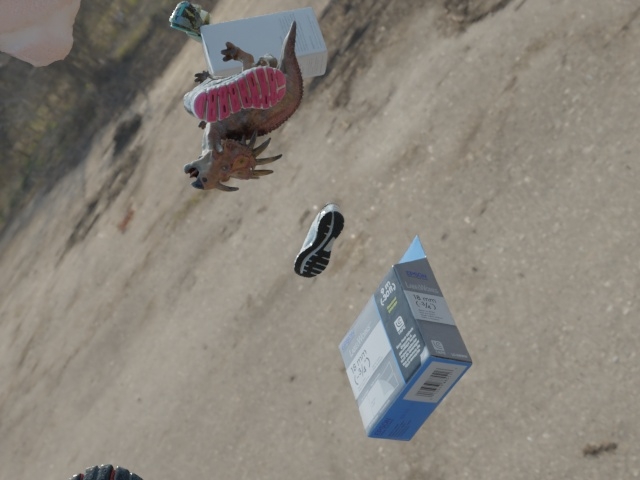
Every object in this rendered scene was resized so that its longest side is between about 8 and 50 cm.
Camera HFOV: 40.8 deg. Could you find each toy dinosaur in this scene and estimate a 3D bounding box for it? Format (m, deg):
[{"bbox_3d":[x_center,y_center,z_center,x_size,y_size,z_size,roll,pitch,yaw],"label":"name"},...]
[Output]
[{"bbox_3d":[-0.106,-0.208,1.414,0.295,0.127,0.200,-43,62,5],"label":"toy dinosaur"}]

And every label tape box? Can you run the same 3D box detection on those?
[{"bbox_3d":[0.139,0.176,1.652,0.241,0.105,0.334,-59,32,34],"label":"label tape box"}]

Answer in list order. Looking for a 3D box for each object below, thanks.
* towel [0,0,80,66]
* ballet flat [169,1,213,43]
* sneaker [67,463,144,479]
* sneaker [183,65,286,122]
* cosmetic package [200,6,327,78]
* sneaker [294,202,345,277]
[{"bbox_3d":[-0.224,-0.285,0.382,0.053,0.331,0.317,4,77,48],"label":"towel"},{"bbox_3d":[-0.246,-0.437,1.726,0.070,0.070,0.188,-54,-4,7],"label":"ballet flat"},{"bbox_3d":[-0.299,0.364,1.063,0.313,0.136,0.116,-9,45,19],"label":"sneaker"},{"bbox_3d":[-0.129,-0.216,1.253,0.170,0.063,0.074,-26,29,-33],"label":"sneaker"},{"bbox_3d":[-0.111,-0.373,1.691,0.085,0.230,0.117,99,157,-65],"label":"cosmetic package"},{"bbox_3d":[0.000,0.000,1.087,0.109,0.040,0.044,-59,15,25],"label":"sneaker"}]
